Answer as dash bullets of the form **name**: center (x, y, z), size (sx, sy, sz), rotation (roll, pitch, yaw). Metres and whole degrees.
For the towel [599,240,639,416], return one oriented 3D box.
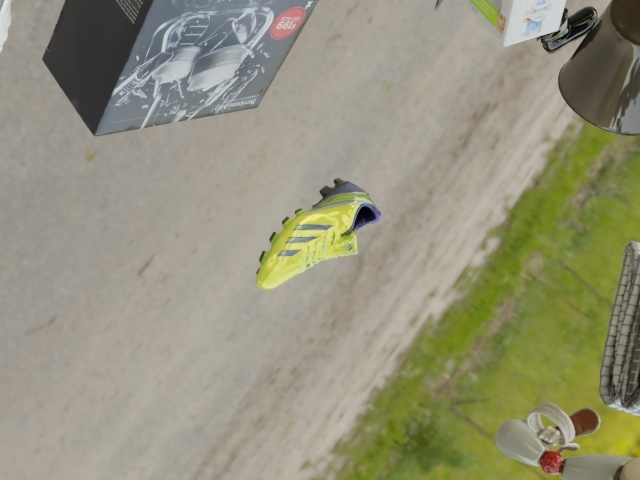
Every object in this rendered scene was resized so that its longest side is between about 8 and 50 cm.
- **towel**: center (0.587, 0.157, 1.665), size (0.235, 0.121, 0.283), rotation (17, 83, -23)

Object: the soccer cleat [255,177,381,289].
- **soccer cleat**: center (0.001, -0.001, 1.784), size (0.289, 0.121, 0.093), rotation (-44, 166, -38)

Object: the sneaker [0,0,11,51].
- **sneaker**: center (-0.380, -0.329, 1.179), size (0.108, 0.100, 0.271), rotation (112, -14, -75)

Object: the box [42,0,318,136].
- **box**: center (-0.204, -0.349, 1.616), size (0.343, 0.179, 0.312), rotation (-17, 154, -42)

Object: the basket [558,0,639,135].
- **basket**: center (0.517, -0.304, 1.741), size (0.154, 0.204, 0.227), rotation (-54, 166, -20)

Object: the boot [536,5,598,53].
- **boot**: center (0.431, -0.383, 1.841), size (0.121, 0.045, 0.099), rotation (-36, 158, 11)

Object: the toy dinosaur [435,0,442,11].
- **toy dinosaur**: center (0.101, -0.468, 1.490), size (0.160, 0.121, 0.313), rotation (-47, 138, -44)

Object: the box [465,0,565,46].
- **box**: center (0.299, -0.408, 1.536), size (0.103, 0.114, 0.203), rotation (-19, 143, -19)

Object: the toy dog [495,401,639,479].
- **toy dog**: center (0.516, 0.408, 1.966), size (0.161, 0.334, 0.220), rotation (-42, 168, -40)
